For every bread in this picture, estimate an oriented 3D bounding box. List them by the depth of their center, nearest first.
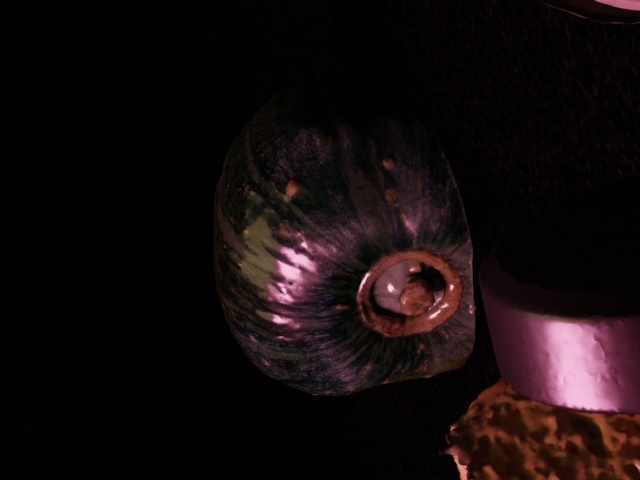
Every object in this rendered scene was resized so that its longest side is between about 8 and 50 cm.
[{"bbox_3d":[0.168,0.198,0.964,0.134,0.129,0.260,71,177,-57],"label":"bread"}]

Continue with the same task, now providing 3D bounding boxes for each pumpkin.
[{"bbox_3d":[0.000,0.000,1.413,0.263,0.197,0.293,-112,12,-45],"label":"pumpkin"}]

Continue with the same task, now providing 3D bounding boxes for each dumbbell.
[{"bbox_3d":[0.161,0.091,0.706,0.152,0.153,0.218,-132,26,-70],"label":"dumbbell"}]

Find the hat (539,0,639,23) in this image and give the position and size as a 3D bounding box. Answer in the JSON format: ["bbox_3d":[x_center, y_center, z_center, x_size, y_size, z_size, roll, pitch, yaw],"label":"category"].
[{"bbox_3d":[0.098,-0.182,0.375,0.275,0.232,0.161,118,156,-44],"label":"hat"}]
